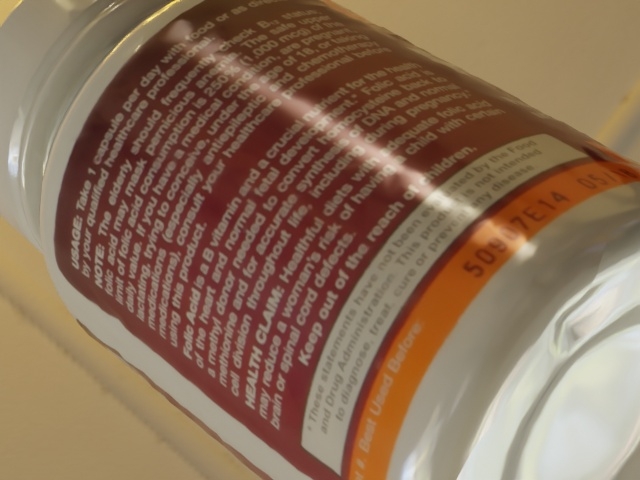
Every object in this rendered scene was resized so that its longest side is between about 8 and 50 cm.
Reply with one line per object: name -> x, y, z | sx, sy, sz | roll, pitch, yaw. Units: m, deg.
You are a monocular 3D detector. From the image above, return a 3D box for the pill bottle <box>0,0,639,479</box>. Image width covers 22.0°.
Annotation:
pill bottle -> 0.000, 0.000, 0.840 | 0.224, 0.392, 0.224 | -26, -47, -32
